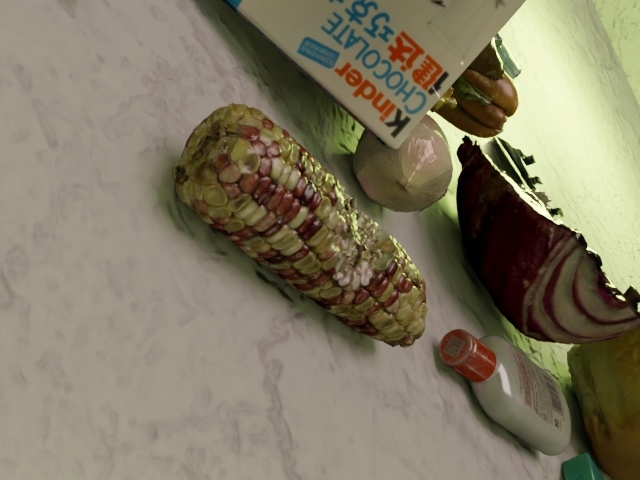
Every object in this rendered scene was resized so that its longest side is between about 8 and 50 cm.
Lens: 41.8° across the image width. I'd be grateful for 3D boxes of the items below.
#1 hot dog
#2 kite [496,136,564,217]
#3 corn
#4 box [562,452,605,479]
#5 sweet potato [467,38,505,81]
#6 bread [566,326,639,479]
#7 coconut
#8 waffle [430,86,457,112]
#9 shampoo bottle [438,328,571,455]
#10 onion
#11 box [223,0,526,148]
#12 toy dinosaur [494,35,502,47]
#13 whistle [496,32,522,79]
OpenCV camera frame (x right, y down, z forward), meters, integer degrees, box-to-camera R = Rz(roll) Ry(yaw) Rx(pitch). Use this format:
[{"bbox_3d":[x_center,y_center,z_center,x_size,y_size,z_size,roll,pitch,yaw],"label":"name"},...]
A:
[{"bbox_3d":[0.134,-0.220,1.037,0.249,0.100,0.068,42,32,12],"label":"hot dog"},{"bbox_3d":[0.329,-0.081,1.270,0.169,0.015,0.310,57,11,-6],"label":"kite"},{"bbox_3d":[0.000,0.000,0.694,0.290,0.098,0.098,40,36,-35],"label":"corn"},{"bbox_3d":[0.358,0.383,0.972,0.229,0.041,0.162,57,18,-9],"label":"box"},{"bbox_3d":[0.057,-0.295,0.901,0.370,0.157,0.157,25,37,-5],"label":"sweet potato"},{"bbox_3d":[0.424,0.224,1.113,0.262,0.163,0.204,86,-3,-52],"label":"bread"},{"bbox_3d":[0.090,-0.081,0.898,0.110,0.110,0.124,51,24,-20],"label":"coconut"},{"bbox_3d":[0.063,-0.196,0.935,0.191,0.038,0.191,22,21,-9],"label":"waffle"},{"bbox_3d":[0.208,0.161,0.935,0.221,0.051,0.108,36,39,-38],"label":"shampoo bottle"},{"bbox_3d":[0.256,0.013,1.067,0.314,0.146,0.280,32,15,-39],"label":"onion"},{"bbox_3d":[0.056,-0.272,0.802,0.273,0.265,0.048,40,3,-10],"label":"box"},{"bbox_3d":[0.164,-0.352,1.256,0.393,0.092,0.205,-28,87,-48],"label":"toy dinosaur"},{"bbox_3d":[0.244,-0.401,1.451,0.312,0.062,0.062,49,32,-22],"label":"whistle"}]
